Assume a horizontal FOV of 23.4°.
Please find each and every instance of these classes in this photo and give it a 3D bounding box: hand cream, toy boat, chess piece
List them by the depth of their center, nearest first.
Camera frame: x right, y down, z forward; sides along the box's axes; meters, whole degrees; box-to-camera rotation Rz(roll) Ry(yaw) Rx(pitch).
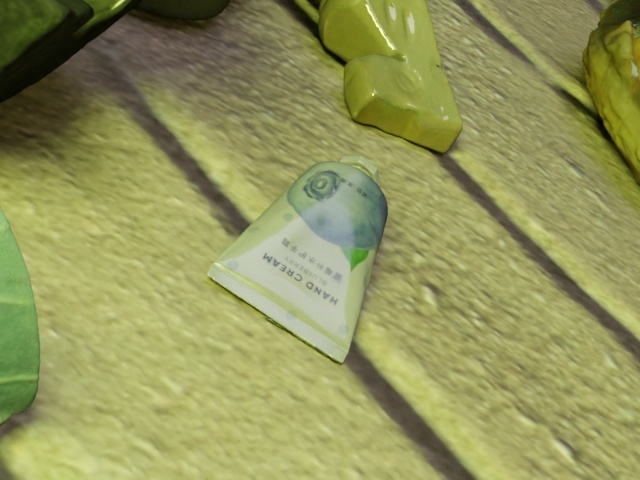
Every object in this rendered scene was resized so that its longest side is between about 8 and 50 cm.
[{"bbox_3d":[-0.135,0.025,0.571,0.096,0.122,0.034,17,30,-31],"label":"toy boat"},{"bbox_3d":[0.000,0.000,0.842,0.084,0.053,0.142,33,38,-2],"label":"hand cream"},{"bbox_3d":[0.042,-0.151,1.102,0.090,0.090,0.200,13,45,-34],"label":"chess piece"}]

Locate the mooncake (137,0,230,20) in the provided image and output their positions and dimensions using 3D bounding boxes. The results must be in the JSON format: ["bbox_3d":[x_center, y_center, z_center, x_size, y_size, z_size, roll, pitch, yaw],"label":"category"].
[{"bbox_3d":[-0.136,-0.274,1.046,0.275,0.135,0.275,23,33,-17],"label":"mooncake"}]

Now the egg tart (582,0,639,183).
[{"bbox_3d":[0.430,-0.083,1.284,0.443,0.178,0.443,26,30,-16],"label":"egg tart"}]

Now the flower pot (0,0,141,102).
[{"bbox_3d":[-0.174,-0.212,0.746,0.251,0.379,0.379,51,27,-7],"label":"flower pot"}]
